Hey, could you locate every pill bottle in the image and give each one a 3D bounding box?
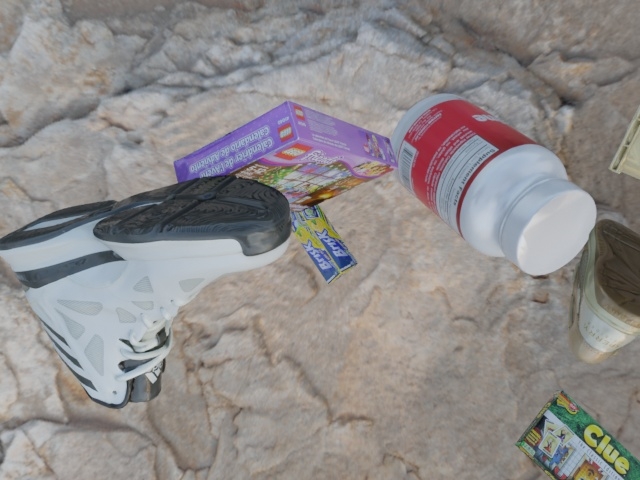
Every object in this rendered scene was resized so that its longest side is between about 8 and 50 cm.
[{"bbox_3d":[0.324,-0.114,1.329,0.229,0.408,0.229,-15,127,-21],"label":"pill bottle"}]

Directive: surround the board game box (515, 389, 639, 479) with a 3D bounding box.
[{"bbox_3d":[0.491,0.409,1.226,0.259,0.030,0.136,43,69,7],"label":"board game box"}]

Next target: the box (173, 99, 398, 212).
[{"bbox_3d":[-0.039,-0.109,0.991,0.200,0.293,0.057,-23,77,29],"label":"box"}]

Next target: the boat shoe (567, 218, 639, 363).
[{"bbox_3d":[0.418,0.063,0.990,0.121,0.341,0.110,35,121,16],"label":"boat shoe"}]

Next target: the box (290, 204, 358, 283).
[{"bbox_3d":[0.000,0.000,1.379,0.054,0.059,0.169,-26,77,-40],"label":"box"}]

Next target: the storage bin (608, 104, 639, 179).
[{"bbox_3d":[0.495,-0.148,0.726,0.262,0.260,0.123,28,47,19],"label":"storage bin"}]

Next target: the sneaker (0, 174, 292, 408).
[{"bbox_3d":[-0.195,0.074,0.855,0.447,0.169,0.258,-6,112,34],"label":"sneaker"}]
